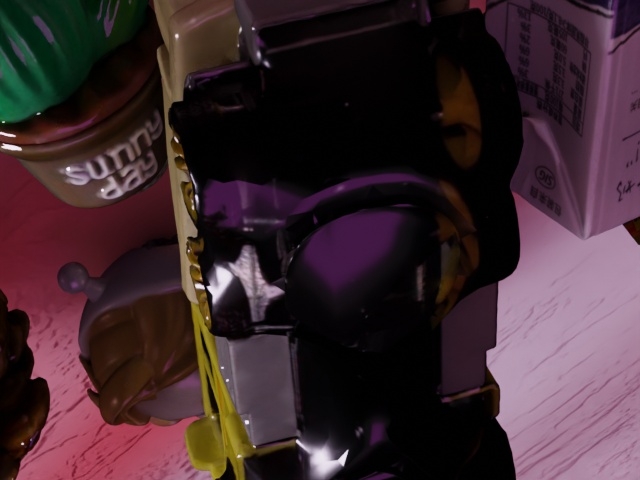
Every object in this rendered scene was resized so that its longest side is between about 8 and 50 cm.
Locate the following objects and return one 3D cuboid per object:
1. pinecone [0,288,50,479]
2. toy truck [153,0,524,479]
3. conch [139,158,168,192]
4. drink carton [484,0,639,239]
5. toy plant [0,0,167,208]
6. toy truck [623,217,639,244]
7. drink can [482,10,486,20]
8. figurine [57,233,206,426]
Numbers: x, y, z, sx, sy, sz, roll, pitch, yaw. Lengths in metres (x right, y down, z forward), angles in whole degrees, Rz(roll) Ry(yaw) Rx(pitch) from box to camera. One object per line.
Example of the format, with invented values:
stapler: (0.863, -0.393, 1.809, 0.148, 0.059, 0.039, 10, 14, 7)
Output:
pinecone: (-0.288, 0.089, 1.168, 0.224, 0.224, 0.272, -36, 133, 22)
toy truck: (0.000, 0.000, 1.089, 0.181, 0.254, 0.405, -13, 133, -9)
conch: (-0.124, -0.053, 1.197, 0.076, 0.056, 0.085, -26, 149, 32)
drink carton: (0.167, -0.126, 1.016, 0.134, 0.102, 0.222, -23, 131, -31)
toy plant: (-0.146, -0.109, 1.061, 0.143, 0.105, 0.200, -32, 135, -9)
toy truck: (0.304, -0.096, 1.313, 0.127, 0.127, 0.257, 12, 132, -39)
drink can: (0.195, -0.166, 1.151, 0.118, 0.118, 0.205, 14, 133, -43)
figurine: (-0.043, 0.050, 1.340, 0.274, 0.133, 0.194, -17, 166, -23)
